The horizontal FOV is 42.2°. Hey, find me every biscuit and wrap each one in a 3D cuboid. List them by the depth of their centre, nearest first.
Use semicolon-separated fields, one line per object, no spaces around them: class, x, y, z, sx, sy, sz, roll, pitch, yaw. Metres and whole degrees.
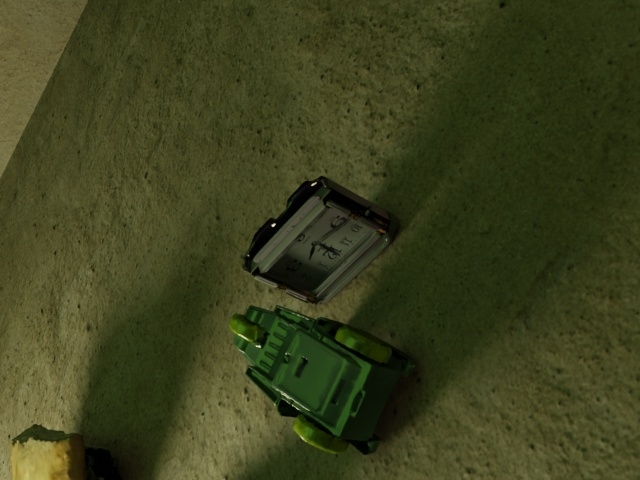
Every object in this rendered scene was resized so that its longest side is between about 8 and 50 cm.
biscuit;-0.644;0.640;1.944;0.429;0.104;0.447;-1;92;53

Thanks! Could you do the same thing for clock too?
clock;0.000;0.000;1.521;0.253;0.186;0.083;-44;38;26

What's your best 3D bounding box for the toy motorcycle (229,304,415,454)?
toy motorcycle;-0.004;0.213;1.430;0.326;0.200;0.191;28;94;41

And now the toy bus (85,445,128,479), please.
toy bus;-0.517;0.567;1.936;0.175;0.088;0.101;40;107;49
